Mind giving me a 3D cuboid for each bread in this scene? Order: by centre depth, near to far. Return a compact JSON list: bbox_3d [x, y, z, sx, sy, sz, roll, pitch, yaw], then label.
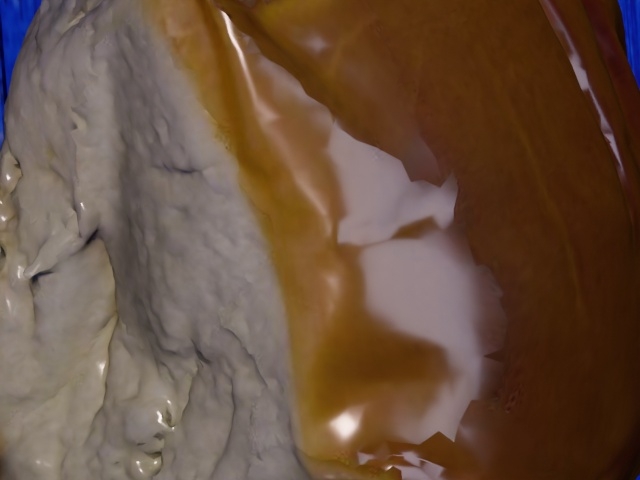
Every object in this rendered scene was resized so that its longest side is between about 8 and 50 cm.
[{"bbox_3d":[0.000,0.000,0.689,0.250,0.225,0.279,-27,103,-54],"label":"bread"}]
